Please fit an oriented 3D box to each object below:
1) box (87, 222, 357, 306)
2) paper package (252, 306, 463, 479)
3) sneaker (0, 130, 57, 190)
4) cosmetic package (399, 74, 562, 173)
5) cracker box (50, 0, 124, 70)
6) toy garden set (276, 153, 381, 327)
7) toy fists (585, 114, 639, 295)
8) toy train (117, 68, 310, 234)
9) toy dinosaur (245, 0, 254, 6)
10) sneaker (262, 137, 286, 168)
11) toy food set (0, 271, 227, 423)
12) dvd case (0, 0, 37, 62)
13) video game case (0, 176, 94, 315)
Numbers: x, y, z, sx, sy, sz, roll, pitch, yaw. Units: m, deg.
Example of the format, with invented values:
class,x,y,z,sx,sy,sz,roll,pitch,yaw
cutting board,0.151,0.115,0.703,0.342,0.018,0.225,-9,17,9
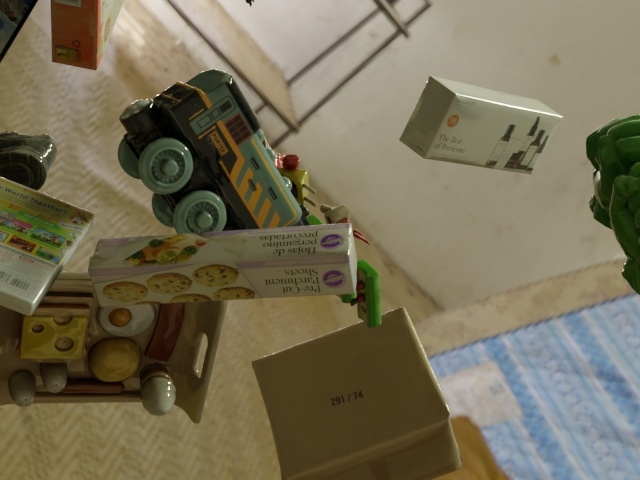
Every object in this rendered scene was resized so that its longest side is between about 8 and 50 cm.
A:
class,x,y,z,sx,sy,sz,roll,pitch,yaw
box,-0.119,0.031,1.286,0.063,0.324,0.067,-84,168,-50
paper package,0.064,0.322,1.972,0.309,0.324,0.168,-110,-179,-47
sneaker,-0.612,-0.144,1.927,0.130,0.286,0.109,-70,159,-53
cosmetic package,0.223,-0.153,1.437,0.239,0.099,0.060,3,28,-43
cracker box,-0.302,-0.363,1.415,0.067,0.156,0.232,11,47,-3
toy garden set,0.000,0.000,1.631,0.244,0.049,0.204,42,-31,40
toy fists,0.386,-0.053,1.270,0.279,0.096,0.142,-93,-175,-58
toy train,-0.141,-0.077,1.482,0.334,0.190,0.142,59,-14,-26
toy dinosaur,-0.101,-0.443,1.652,0.268,0.118,0.064,40,-17,28
sneaker,-0.096,-0.157,1.869,0.118,0.042,0.067,68,24,-15
toy food set,-0.293,0.157,1.397,0.306,0.220,0.092,2,32,-21
dvd case,-0.448,-0.301,1.302,0.180,0.022,0.253,52,45,-42
video game case,-0.424,-0.013,1.314,0.227,0.026,0.206,21,35,-2
